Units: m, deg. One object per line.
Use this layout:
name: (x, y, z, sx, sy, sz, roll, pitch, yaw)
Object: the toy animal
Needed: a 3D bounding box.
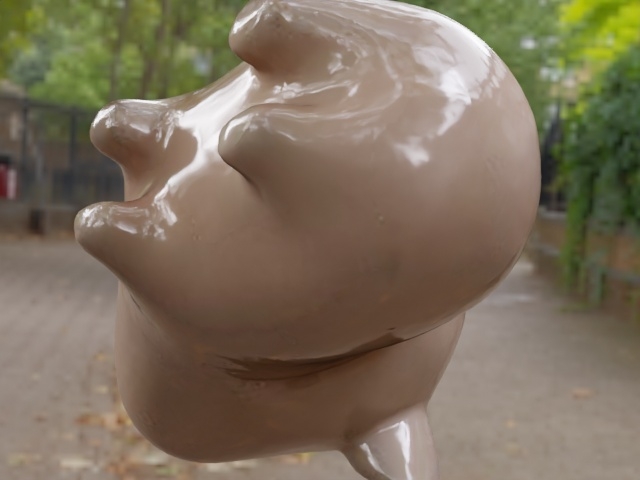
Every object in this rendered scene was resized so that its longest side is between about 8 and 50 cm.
toy animal: (0.000, 0.000, 0.904, 0.269, 0.237, 0.326, 29, -31, -28)
